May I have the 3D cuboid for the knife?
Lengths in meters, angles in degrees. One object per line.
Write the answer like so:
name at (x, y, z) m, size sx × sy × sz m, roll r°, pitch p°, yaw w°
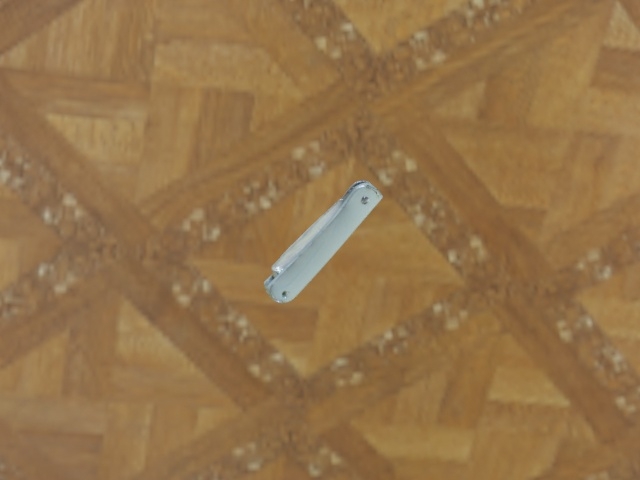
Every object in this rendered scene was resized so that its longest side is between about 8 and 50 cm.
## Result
knife at (0.000, 0.000, 1.758) m, size 0.044 × 0.023 × 0.162 m, roll 41°, pitch 90°, yaw -24°
